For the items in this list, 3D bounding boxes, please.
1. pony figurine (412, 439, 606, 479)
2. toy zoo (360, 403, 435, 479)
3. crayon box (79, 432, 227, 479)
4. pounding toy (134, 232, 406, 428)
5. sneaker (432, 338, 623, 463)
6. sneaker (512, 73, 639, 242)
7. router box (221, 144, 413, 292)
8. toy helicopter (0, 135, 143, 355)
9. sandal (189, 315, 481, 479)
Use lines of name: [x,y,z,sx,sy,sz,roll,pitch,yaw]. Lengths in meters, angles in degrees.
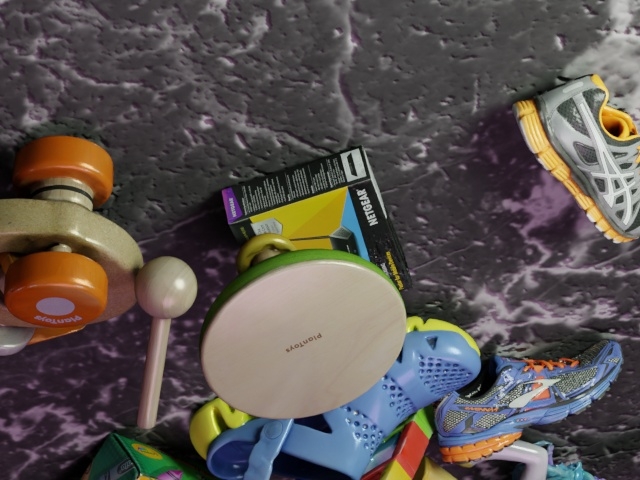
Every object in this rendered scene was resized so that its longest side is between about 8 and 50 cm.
pony figurine: [0.230,0.371,2.094,0.363,0.303,0.351,15,127,-12]
toy zoo: [0.015,0.271,1.876,0.192,0.293,0.030,-35,98,24]
crayon box: [-0.215,0.350,1.953,0.165,0.081,0.278,25,104,-40]
pounding toy: [-0.051,0.058,1.621,0.237,0.110,0.183,-5,130,-14]
sneaker: [0.214,0.152,1.923,0.221,0.087,0.083,-25,-176,-11]
sneaker: [0.255,-0.071,1.653,0.083,0.084,0.215,-34,138,16]
router box: [0.000,0.000,1.685,0.133,0.046,0.179,-18,143,5]
toy helicopter: [-0.328,0.034,1.587,0.355,0.140,0.235,-2,152,2]
sandal: [0.023,0.188,1.863,0.317,0.138,0.126,-29,138,16]
